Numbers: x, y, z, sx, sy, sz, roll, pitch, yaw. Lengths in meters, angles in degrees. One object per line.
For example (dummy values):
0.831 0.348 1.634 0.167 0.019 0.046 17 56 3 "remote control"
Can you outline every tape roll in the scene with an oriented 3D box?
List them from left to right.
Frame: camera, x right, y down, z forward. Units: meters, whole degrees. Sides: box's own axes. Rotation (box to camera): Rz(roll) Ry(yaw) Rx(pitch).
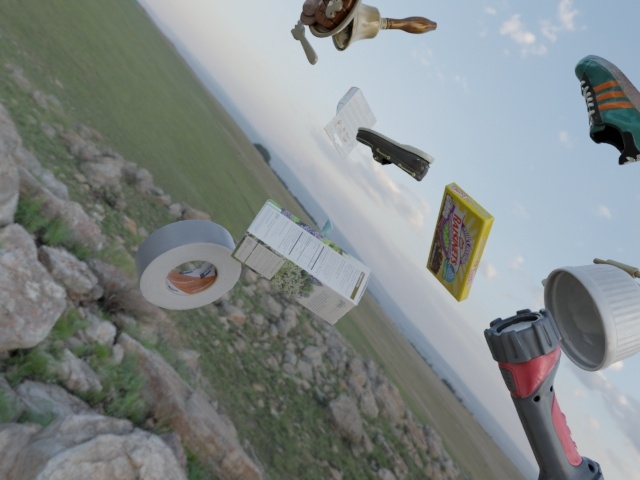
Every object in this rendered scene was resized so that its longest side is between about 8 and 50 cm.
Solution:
-0.288 0.057 1.125 0.219 0.219 0.072 48 12 -51 "tape roll"

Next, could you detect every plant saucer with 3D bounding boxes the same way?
0.000 0.000 1.281 0.021 0.119 0.119 30 2 0 "plant saucer"

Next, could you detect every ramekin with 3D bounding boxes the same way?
0.546 0.144 1.013 0.207 0.108 0.207 168 -90 -86 "ramekin"

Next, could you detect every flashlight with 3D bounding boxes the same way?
0.342 0.256 0.757 0.103 0.103 0.304 -26 93 -57 "flashlight"

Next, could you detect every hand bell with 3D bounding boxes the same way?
0.157 -0.490 1.163 0.126 0.241 0.126 175 -90 -68 "hand bell"

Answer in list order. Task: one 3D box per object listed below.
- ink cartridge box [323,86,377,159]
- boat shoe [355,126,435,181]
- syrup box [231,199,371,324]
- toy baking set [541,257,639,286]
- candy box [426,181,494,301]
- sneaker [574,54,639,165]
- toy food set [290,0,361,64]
0.088 -0.370 1.623 0.045 0.179 0.145 31 -15 46 "ink cartridge box"
0.169 -0.216 1.268 0.227 0.069 0.081 32 9 34 "boat shoe"
-0.034 0.042 0.948 0.236 0.093 0.096 34 48 -6 "syrup box"
0.715 0.112 1.343 0.030 0.196 0.256 63 -10 -25 "toy baking set"
0.244 0.007 0.919 0.105 0.027 0.206 50 -28 38 "candy box"
0.661 -0.305 1.188 0.108 0.121 0.302 36 28 -54 "sneaker"
0.015 -0.381 0.800 0.038 0.192 0.133 16 40 -42 "toy food set"
